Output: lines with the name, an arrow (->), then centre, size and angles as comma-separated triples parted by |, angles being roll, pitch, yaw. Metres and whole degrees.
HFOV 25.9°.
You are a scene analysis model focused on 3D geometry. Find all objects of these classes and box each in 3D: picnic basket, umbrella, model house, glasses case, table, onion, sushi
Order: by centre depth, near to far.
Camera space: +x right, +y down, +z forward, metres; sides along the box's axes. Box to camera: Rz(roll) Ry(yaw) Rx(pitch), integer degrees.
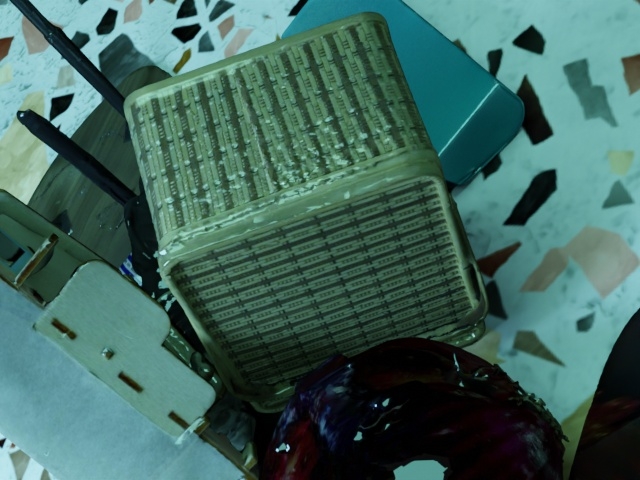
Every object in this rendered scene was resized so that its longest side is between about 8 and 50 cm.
sushi -> 0.265, 0.149, 0.978 | 0.136, 0.126, 0.225 | -2, 68, 53
onion -> 0.075, 0.186, 1.017 | 0.281, 0.221, 0.281 | -27, 10, 5
picnic basket -> 0.000, 0.000, 1.135 | 0.228, 0.313, 0.175 | -19, 58, 2
model house -> -0.196, 0.092, 1.175 | 0.169, 0.326, 0.244 | -50, 7, 2
umbrella -> -0.128, 0.057, 1.327 | 0.113, 0.106, 0.358 | -7, 73, -1
glasses case -> 0.077, -0.168, 1.383 | 0.117, 0.070, 0.301 | -50, 45, 10
table -> -0.290, -0.105, 1.504 | 0.317, 0.249, 0.317 | -20, 52, 28

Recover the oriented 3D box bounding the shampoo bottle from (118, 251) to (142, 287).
shampoo bottle -> -0.153, 0.033, 1.418 | 0.303, 0.092, 0.092 | -52, 44, -1
